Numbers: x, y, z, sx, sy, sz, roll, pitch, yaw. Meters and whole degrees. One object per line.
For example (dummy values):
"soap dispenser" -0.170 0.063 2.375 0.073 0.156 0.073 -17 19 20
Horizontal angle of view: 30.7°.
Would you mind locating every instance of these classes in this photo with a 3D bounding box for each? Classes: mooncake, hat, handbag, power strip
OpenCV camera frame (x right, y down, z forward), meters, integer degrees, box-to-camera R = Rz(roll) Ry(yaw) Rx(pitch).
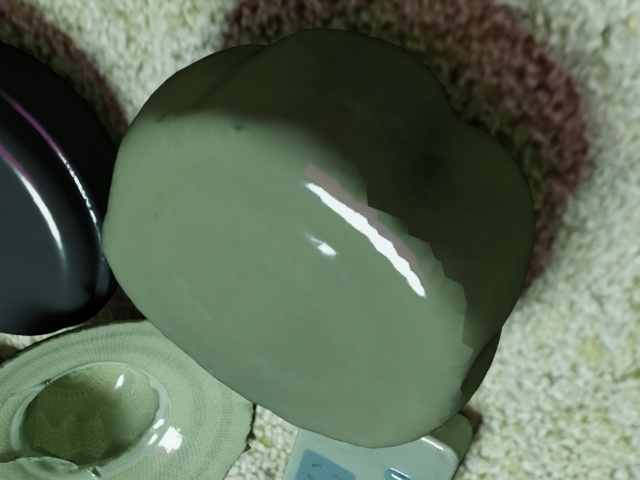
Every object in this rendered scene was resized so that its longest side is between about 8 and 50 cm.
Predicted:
"mooncake" 0.000 0.000 0.708 0.275 0.135 0.275 21 136 22
"hat" -0.186 0.131 0.941 0.110 0.252 0.252 -123 24 -47
"handbag" -0.275 -0.038 0.889 0.308 0.093 0.254 5 128 30
"power strip" 0.031 0.194 0.904 0.118 0.046 0.270 28 135 12
